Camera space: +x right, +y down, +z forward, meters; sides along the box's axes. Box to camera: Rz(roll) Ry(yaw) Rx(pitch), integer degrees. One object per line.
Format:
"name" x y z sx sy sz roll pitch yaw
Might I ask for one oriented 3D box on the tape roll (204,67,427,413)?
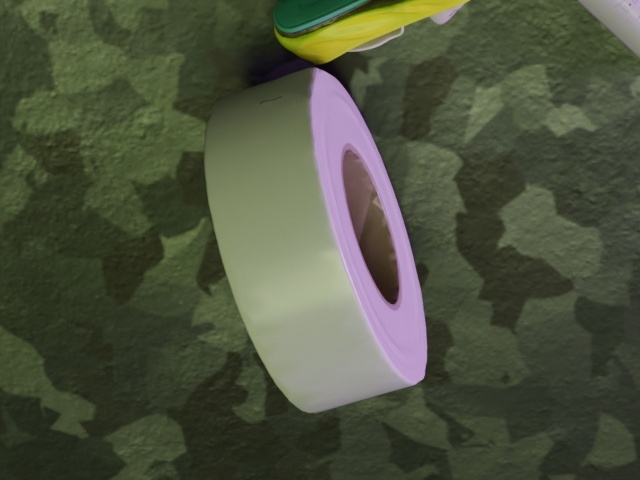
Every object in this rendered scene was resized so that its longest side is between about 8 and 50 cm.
"tape roll" 0.000 0.000 1.557 0.100 0.286 0.286 -17 118 15

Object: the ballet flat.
"ballet flat" 0.071 -0.210 1.555 0.231 0.077 0.077 -20 139 19

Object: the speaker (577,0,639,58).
"speaker" 0.276 -0.192 1.552 0.136 0.055 0.055 39 116 -18
